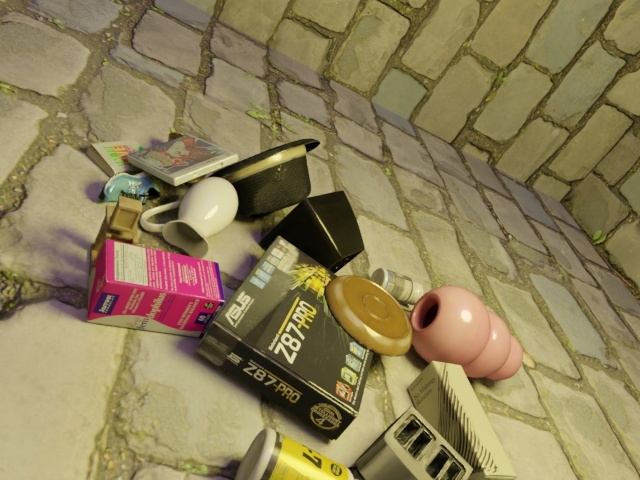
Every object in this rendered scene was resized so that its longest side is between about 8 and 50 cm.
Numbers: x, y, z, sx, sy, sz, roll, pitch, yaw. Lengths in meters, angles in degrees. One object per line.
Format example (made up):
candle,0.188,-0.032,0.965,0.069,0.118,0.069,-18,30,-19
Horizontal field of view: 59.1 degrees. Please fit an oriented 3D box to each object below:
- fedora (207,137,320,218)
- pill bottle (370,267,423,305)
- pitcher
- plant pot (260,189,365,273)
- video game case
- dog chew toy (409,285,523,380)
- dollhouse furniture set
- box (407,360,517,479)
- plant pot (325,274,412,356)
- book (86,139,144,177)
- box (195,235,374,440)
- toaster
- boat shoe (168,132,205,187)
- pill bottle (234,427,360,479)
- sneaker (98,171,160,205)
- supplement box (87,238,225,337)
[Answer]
fedora,-0.131,-0.151,1.493,0.334,0.334,0.152,-32,102,-59
pill bottle,0.210,0.129,1.551,0.137,0.078,0.078,21,32,-25
pitcher,-0.296,-0.068,1.301,0.178,0.125,0.207,21,41,4
plant pot,0.000,0.000,1.438,0.167,0.188,0.187,54,33,11
video game case,-0.330,-0.198,1.351,0.201,0.023,0.183,25,41,37
dog chew toy,0.385,0.253,1.438,0.332,0.206,0.206,31,29,-23
dollhouse furniture set,-0.338,-0.011,1.092,0.161,0.182,0.101,15,34,-30
box,0.293,0.402,1.204,0.094,0.113,0.275,15,33,-29
plant pot,0.119,0.159,1.280,0.236,0.032,0.236,28,29,-17
book,-0.482,-0.200,1.384,0.096,0.035,0.144,45,29,10
box,-0.038,0.183,1.200,0.318,0.097,0.395,33,28,-1
toaster,0.169,0.421,1.047,0.168,0.110,0.186,44,31,18
boat shoe,-0.352,-0.197,1.461,0.080,0.073,0.223,4,38,-33
pill bottle,-0.022,0.393,0.885,0.209,0.119,0.119,30,29,-9
sneaker,-0.424,-0.112,1.278,0.073,0.063,0.162,45,31,12
supplement box,-0.304,0.092,1.047,0.220,0.111,0.114,15,35,-30
